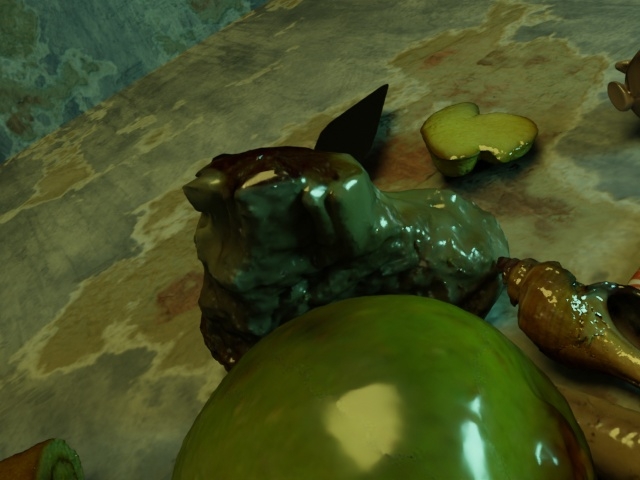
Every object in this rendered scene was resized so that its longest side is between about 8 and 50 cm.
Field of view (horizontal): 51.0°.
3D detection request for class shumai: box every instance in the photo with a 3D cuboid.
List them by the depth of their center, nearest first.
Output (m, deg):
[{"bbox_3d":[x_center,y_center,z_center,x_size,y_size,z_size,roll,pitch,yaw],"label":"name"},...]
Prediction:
[{"bbox_3d":[-0.001,-0.003,0.686,0.346,0.283,0.217,-20,34,16],"label":"shumai"}]

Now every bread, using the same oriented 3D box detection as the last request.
[{"bbox_3d":[-0.335,0.290,0.683,0.172,0.103,0.132,-26,35,3],"label":"bread"},{"bbox_3d":[0.219,-0.140,0.938,0.149,0.065,0.188,-12,30,4],"label":"bread"}]

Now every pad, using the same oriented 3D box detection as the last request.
[{"bbox_3d":[0.111,-0.182,1.080,0.323,0.055,0.250,-12,35,24],"label":"pad"}]

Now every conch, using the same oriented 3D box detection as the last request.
[{"bbox_3d":[0.247,0.080,0.579,0.232,0.080,0.086,26,81,28],"label":"conch"}]

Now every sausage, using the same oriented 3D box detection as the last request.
[{"bbox_3d":[0.191,0.148,0.528,0.301,0.066,0.066,13,50,45],"label":"sausage"}]

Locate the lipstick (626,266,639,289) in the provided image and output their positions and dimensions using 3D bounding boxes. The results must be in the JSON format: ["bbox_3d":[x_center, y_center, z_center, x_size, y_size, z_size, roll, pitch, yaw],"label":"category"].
[{"bbox_3d":[0.326,0.023,0.629,0.131,0.038,0.038,-42,34,-23],"label":"lipstick"}]

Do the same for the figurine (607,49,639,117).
[{"bbox_3d":[0.425,-0.195,0.794,0.138,0.125,0.125,-19,30,-7],"label":"figurine"}]

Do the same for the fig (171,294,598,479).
[{"bbox_3d":[0.019,0.172,0.454,0.326,0.258,0.258,-18,30,40],"label":"fig"}]
